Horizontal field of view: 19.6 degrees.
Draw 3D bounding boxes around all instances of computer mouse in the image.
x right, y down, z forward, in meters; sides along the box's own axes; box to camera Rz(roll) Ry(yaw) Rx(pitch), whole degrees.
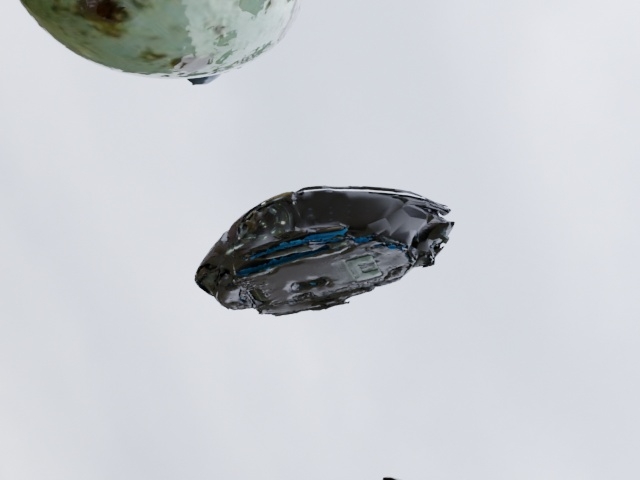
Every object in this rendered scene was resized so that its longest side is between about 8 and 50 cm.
[{"bbox_3d":[0.000,0.000,1.660,0.146,0.242,0.077,62,17,-65],"label":"computer mouse"}]

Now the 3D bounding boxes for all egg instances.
[{"bbox_3d":[-0.097,-0.181,1.142,0.231,0.169,0.169,23,22,-51],"label":"egg"}]

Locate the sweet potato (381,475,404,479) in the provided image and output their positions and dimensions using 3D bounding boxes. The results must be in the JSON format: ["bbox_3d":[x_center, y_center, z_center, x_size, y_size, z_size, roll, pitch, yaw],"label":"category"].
[{"bbox_3d":[0.135,0.280,1.772,0.233,0.081,0.062,6,-40,43],"label":"sweet potato"}]

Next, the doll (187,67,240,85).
[{"bbox_3d":[-0.117,-0.196,1.976,0.083,0.076,0.050,135,-32,-69],"label":"doll"}]
